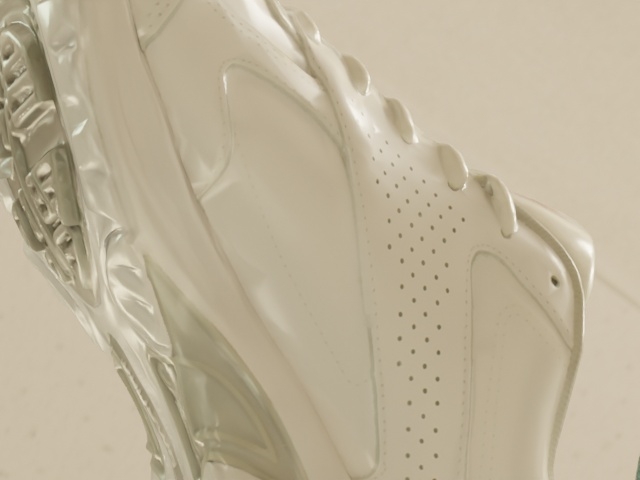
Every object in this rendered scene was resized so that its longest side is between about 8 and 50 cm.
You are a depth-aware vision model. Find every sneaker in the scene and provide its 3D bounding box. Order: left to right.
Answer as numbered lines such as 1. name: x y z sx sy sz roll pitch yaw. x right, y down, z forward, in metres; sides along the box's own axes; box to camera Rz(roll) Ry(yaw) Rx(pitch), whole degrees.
1. sneaker: 0.000 0.000 0.427 0.115 0.090 0.232 -24 -80 -21

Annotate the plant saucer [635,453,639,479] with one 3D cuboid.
1. plant saucer: 0.208 0.120 1.010 0.021 0.119 0.119 13 -153 43
